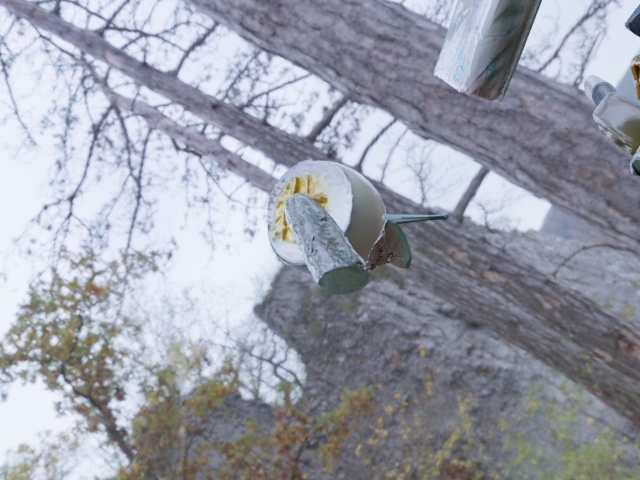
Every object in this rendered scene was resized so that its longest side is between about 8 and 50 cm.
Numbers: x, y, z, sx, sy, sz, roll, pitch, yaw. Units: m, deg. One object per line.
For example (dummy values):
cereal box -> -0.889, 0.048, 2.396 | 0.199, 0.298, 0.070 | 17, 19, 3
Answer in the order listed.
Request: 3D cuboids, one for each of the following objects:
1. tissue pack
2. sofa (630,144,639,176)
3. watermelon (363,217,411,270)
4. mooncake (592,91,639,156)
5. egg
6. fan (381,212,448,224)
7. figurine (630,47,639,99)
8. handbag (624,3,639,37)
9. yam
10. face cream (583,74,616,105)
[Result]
tissue pack -> 0.362, -0.460, 1.520 | 0.201, 0.124, 0.271 | -110, 32, -62
sofa -> 0.743, -0.178, 1.313 | 0.176, 0.225, 0.210 | 38, -104, -29
watermelon -> 0.153, 0.017, 1.537 | 0.080, 0.101, 0.155 | -30, -41, -51
mooncake -> 0.852, -0.304, 1.908 | 0.117, 0.235, 0.235 | -57, -14, 21
egg -> 0.055, -0.048, 2.209 | 0.340, 0.355, 0.354 | 22, -84, -50
fan -> 0.243, -0.058, 1.776 | 0.193, 0.038, 0.016 | -4, -40, -26
figurine -> 0.817, -0.413, 1.646 | 0.262, 0.154, 0.179 | -27, -43, -46
handbag -> 0.750, -0.427, 1.365 | 0.175, 0.270, 0.088 | -63, -2, 7
yam -> 0.000, 0.000, 1.780 | 0.133, 0.330, 0.133 | -20, -38, -16
face cream -> 0.920, -0.489, 2.304 | 0.073, 0.107, 0.269 | -23, 9, 20
